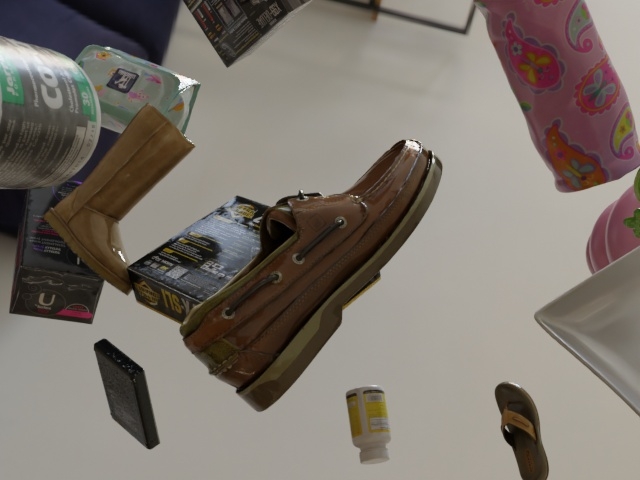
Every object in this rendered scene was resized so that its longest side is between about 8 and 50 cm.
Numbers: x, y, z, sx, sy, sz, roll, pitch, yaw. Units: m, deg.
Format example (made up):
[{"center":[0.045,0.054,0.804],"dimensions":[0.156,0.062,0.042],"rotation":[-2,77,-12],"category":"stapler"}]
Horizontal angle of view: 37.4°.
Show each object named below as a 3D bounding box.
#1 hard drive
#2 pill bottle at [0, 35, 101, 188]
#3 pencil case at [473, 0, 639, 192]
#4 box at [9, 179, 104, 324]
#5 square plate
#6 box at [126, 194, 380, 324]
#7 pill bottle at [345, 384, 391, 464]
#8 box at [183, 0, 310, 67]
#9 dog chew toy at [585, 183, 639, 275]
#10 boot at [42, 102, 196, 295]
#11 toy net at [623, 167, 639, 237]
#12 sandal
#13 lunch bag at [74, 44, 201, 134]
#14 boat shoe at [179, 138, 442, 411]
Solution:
[{"center":[-0.257,0.204,1.258],"dimensions":[0.022,0.094,0.135],"rotation":[-32,134,-33],"category":"hard drive"},{"center":[-0.451,-0.166,1.196],"dimensions":[0.361,0.204,0.204],"rotation":[-12,116,-74],"category":"pill bottle"},{"center":[0.283,-0.198,1.121],"dimensions":[0.284,0.124,0.124],"rotation":[62,10,-13],"category":"pencil case"},{"center":[-0.519,0.016,1.891],"dimensions":[0.270,0.165,0.143],"rotation":[-101,-151,-46],"category":"box"},{"center":[0.492,0.114,1.107],"dimensions":[0.344,0.347,0.049],"rotation":[49,-15,42],"category":"square plate"},{"center":[-0.109,0.052,1.501],"dimensions":[0.257,0.322,0.079],"rotation":[-35,130,-36],"category":"box"},{"center":[0.079,0.296,1.514],"dimensions":[0.065,0.065,0.116],"rotation":[106,-21,-65],"category":"pill bottle"},{"center":[-0.166,-0.504,1.849],"dimensions":[0.076,0.242,0.307],"rotation":[-37,-173,-29],"category":"box"},{"center":[0.509,0.008,1.444],"dimensions":[0.332,0.207,0.206],"rotation":[126,-23,-82],"category":"dog chew toy"},{"center":[-0.312,-0.074,1.585],"dimensions":[0.269,0.236,0.089],"rotation":[-46,156,-5],"category":"boot"},{"center":[0.458,-0.021,1.038],"dimensions":[0.045,0.232,0.122],"rotation":[-47,148,-55],"category":"toy net"},{"center":[0.330,0.320,1.578],"dimensions":[0.072,0.049,0.180],"rotation":[-34,-120,45],"category":"sandal"},{"center":[-0.385,-0.289,1.907],"dimensions":[0.262,0.223,0.160],"rotation":[-59,171,-75],"category":"lunch bag"},{"center":[0.000,0.000,0.834],"dimensions":[0.307,0.104,0.111],"rotation":[-52,-172,-31],"category":"boat shoe"}]
